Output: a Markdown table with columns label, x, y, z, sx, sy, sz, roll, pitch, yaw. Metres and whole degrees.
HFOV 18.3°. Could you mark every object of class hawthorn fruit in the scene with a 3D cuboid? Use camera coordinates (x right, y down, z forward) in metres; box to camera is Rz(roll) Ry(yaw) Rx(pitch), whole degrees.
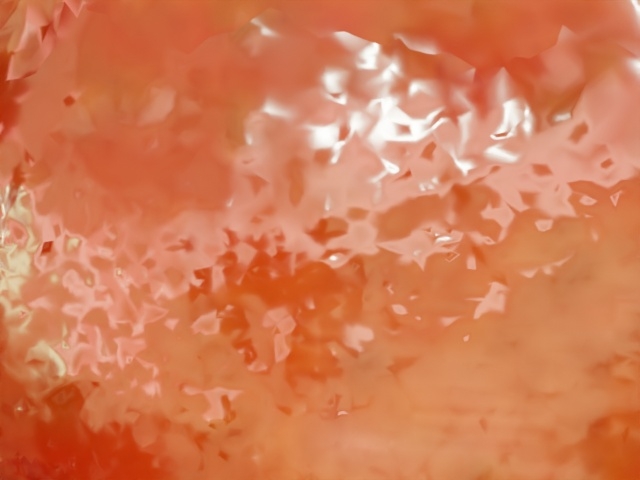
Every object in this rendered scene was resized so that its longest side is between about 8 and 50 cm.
| label | x | y | z | sx | sy | sz | roll | pitch | yaw |
| --- | --- | --- | --- | --- | --- | --- | --- | --- | --- |
| hawthorn fruit | 0.000 | 0.000 | 0.504 | 0.299 | 0.275 | 0.275 | 25 | 45 | -5 |
